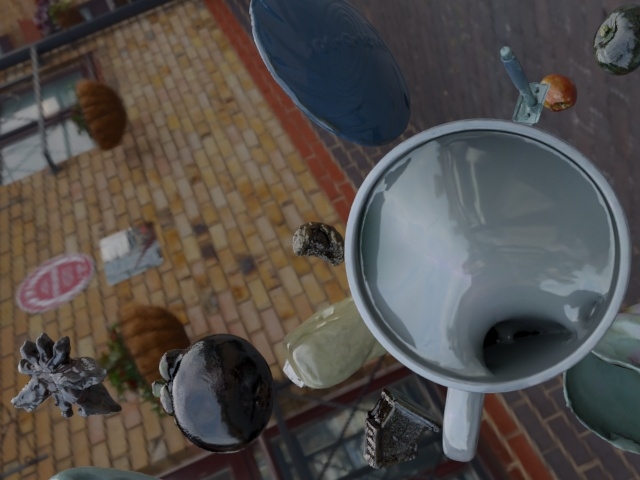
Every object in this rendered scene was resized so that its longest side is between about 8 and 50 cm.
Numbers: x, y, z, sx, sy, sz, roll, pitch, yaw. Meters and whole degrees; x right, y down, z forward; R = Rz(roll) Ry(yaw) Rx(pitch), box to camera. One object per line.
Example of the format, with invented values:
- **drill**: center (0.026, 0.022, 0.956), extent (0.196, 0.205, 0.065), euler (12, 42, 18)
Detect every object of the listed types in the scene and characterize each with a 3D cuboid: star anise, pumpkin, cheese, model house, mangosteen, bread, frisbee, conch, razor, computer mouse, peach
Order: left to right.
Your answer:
- **star anise**: center (-0.523, 0.285, 1.732), extent (0.110, 0.257, 0.198), euler (-51, -39, -52)
- **mangosteen**: center (-0.128, 0.174, 0.992), extent (0.137, 0.151, 0.137), euler (1, -90, -69)
- **computer mouse**: center (-0.037, 0.310, 2.289), extent (0.102, 0.045, 0.199), euler (41, 133, 17)
- **bread**: center (0.000, 0.000, 1.716), extent (0.060, 0.113, 0.082), euler (124, 151, -49)
- **frisbee**: center (0.029, -0.263, 1.200), extent (0.289, 0.049, 0.289), euler (25, -134, -29)
- **cheese**: center (0.068, 0.185, 1.867), extent (0.129, 0.351, 0.328), euler (59, 163, -5)
- **model house**: center (0.142, 0.386, 1.744), extent (0.106, 0.152, 0.165), euler (35, 178, -11)
- **razor**: center (0.266, -0.215, 1.146), extent (0.040, 0.068, 0.135), euler (11, 163, 33)
- **peach**: center (0.598, -0.377, 2.176), extent (0.101, 0.101, 0.100), euler (156, 90, -85)
- **pumpkin**: center (0.710, -0.470, 2.012), extent (0.125, 0.167, 0.167), euler (27, 172, 3)
- **conch**: center (0.523, 0.208, 1.217), extent (0.368, 0.249, 0.197), euler (39, -158, 6)

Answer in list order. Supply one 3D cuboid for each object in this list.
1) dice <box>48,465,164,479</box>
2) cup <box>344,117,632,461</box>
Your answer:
- **dice**: center (-0.327, 0.527, 1.359), extent (0.265, 0.268, 0.262), euler (19, 92, 60)
- **cup**: center (0.178, 0.050, 0.923), extent (0.274, 0.259, 0.356), euler (-25, -58, -73)
